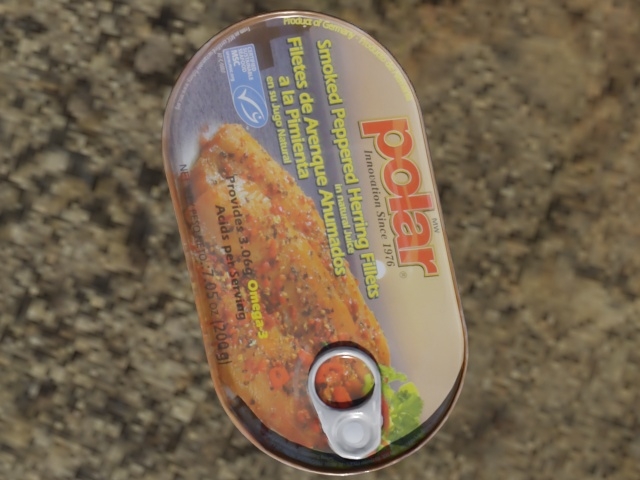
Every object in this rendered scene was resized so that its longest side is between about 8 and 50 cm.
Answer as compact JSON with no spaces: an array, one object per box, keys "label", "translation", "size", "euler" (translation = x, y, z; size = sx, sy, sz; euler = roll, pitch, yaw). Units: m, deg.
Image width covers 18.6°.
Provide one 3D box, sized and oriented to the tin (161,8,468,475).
[{"label":"tin","translation":[0.000,0.000,0.793],"size":[0.040,0.106,0.190],"euler":[-49,128,-78]}]
